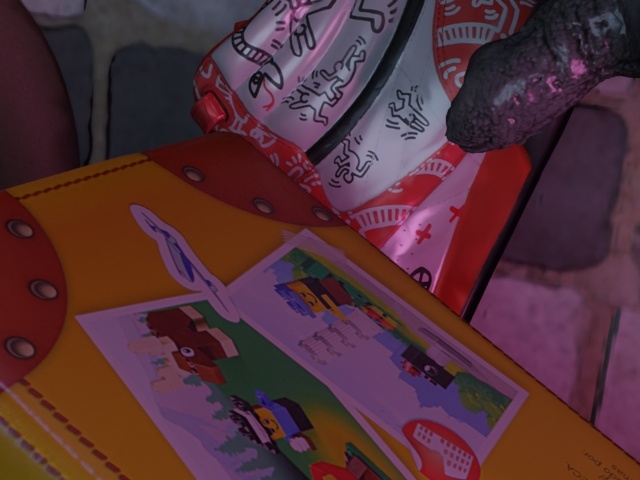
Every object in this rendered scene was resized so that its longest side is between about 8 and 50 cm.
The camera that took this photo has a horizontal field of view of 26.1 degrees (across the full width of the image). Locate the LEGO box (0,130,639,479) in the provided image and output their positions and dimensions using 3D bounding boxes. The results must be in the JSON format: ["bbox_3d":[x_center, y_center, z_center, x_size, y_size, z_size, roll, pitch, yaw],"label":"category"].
[{"bbox_3d":[0.024,0.269,0.451,0.500,0.193,0.372,40,120,16],"label":"LEGO box"}]

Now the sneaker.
[{"bbox_3d":[0.001,-0.001,0.596,0.145,0.090,0.270,26,101,9],"label":"sneaker"}]

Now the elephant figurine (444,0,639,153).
[{"bbox_3d":[0.190,-0.092,0.463,0.169,0.186,0.239,40,77,-5],"label":"elephant figurine"}]

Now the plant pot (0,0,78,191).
[{"bbox_3d":[-0.273,-0.019,0.564,0.256,0.274,0.256,2,99,14],"label":"plant pot"}]
